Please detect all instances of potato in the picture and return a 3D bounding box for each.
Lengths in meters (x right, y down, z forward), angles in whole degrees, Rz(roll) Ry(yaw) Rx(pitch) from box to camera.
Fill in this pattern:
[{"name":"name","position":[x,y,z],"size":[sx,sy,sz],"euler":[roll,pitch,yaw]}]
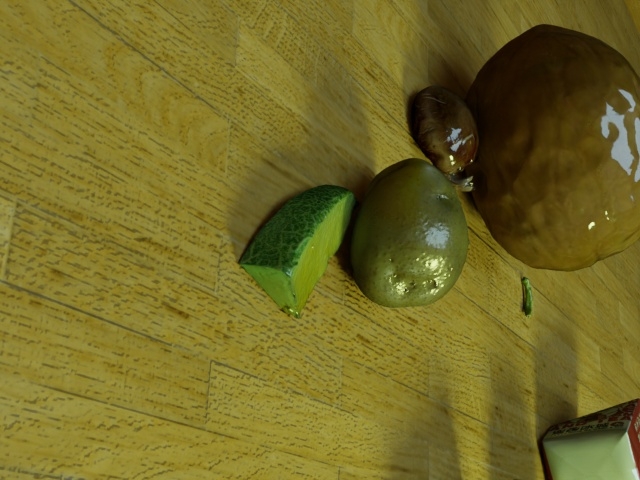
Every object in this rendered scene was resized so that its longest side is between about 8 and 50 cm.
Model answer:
[{"name":"potato","position":[0.107,-0.016,1.148],"size":[0.157,0.157,0.194],"euler":[54,24,-40]}]

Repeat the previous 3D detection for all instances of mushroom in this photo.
[{"name":"mushroom","position":[0.197,-0.152,1.401],"size":[0.135,0.080,0.171],"euler":[-41,114,-46]}]

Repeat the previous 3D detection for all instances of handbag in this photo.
[{"name":"handbag","position":[0.533,0.390,1.762],"size":[0.298,0.171,0.151],"euler":[-21,96,-65]}]

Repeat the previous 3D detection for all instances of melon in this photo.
[{"name":"melon","position":[0.000,0.000,1.029],"size":[0.262,0.053,0.114],"euler":[-47,130,-55]}]

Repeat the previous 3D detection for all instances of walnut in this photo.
[{"name":"walnut","position":[0.384,-0.150,1.509],"size":[0.354,0.307,0.398],"euler":[-143,-139,-82]}]

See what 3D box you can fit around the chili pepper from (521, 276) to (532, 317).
[{"name":"chili pepper","position":[0.383,0.107,1.722],"size":[0.030,0.017,0.083],"euler":[33,51,-53]}]
